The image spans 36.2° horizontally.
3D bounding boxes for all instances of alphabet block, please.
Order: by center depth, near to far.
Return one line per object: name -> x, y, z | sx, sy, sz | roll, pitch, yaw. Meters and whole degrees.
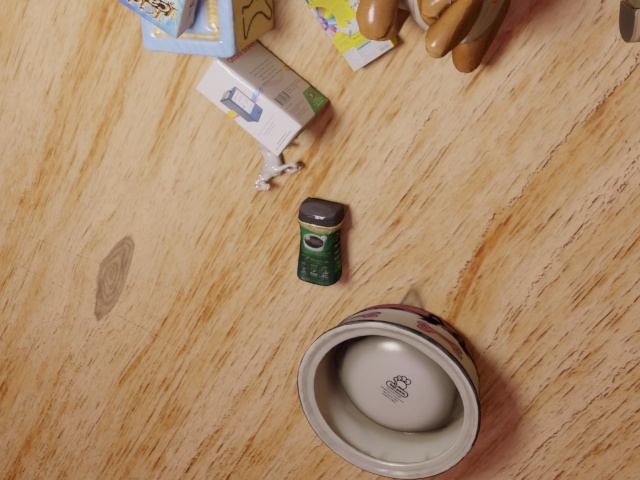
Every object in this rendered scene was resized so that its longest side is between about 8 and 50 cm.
alphabet block -> -0.213, -0.467, 1.847 | 0.194, 0.197, 0.192 | 10, 119, 17

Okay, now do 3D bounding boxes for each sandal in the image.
sandal -> 0.555, -0.447, 1.625 | 0.079, 0.088, 0.240 | -8, 125, -8

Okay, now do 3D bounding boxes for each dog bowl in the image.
dog bowl -> 0.163, 0.316, 2.144 | 0.408, 0.150, 0.407 | 10, 120, 18

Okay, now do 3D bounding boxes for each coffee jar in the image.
coffee jar -> 0.000, 0.000, 2.081 | 0.096, 0.079, 0.184 | 14, 122, 18

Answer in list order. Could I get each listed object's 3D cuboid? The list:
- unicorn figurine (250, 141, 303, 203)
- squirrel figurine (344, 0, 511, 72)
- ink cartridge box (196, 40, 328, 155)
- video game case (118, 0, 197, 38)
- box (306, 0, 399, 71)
unicorn figurine -> -0.097, -0.165, 2.052 | 0.111, 0.060, 0.161 | -5, 99, 25
squirrel figurine -> 0.158, -0.526, 1.660 | 0.370, 0.281, 0.397 | 33, 111, 15
ink cartridge box -> -0.113, -0.288, 1.926 | 0.212, 0.154, 0.093 | 40, 126, -3
video game case -> -0.321, -0.505, 1.664 | 0.270, 0.061, 0.244 | 34, 147, 3
box -> 0.055, -0.421, 1.853 | 0.105, 0.043, 0.179 | -28, 106, 32
